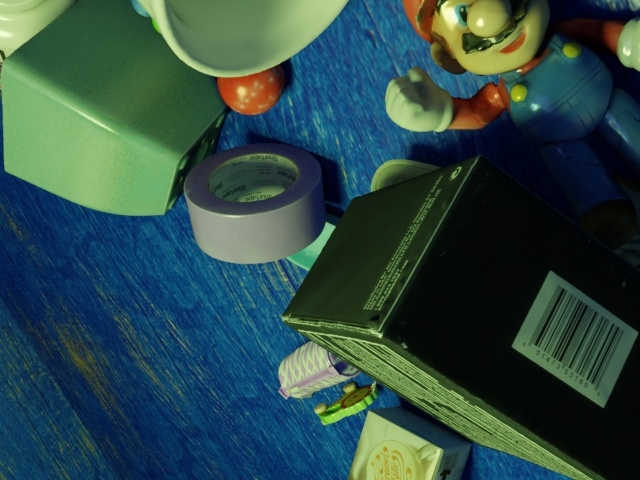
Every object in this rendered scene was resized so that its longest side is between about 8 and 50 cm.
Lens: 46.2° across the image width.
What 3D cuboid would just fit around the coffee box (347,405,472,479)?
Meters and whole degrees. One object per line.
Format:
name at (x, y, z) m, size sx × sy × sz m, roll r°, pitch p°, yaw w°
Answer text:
coffee box at (0.118, 0.401, 1.161) m, size 0.141 × 0.098 × 0.246 m, roll 22°, pitch 97°, yaw 38°

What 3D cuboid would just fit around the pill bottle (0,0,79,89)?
pill bottle at (-0.454, -0.346, 1.144) m, size 0.181 × 0.181 × 0.323 m, roll 54°, pitch 163°, yaw -2°

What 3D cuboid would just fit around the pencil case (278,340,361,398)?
pencil case at (-0.001, 0.209, 1.251) m, size 0.086 × 0.088 × 0.206 m, roll 50°, pitch 144°, yaw 1°

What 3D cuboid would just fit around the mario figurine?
mario figurine at (0.188, -0.139, 0.651) m, size 0.320 × 0.198 × 0.170 m, roll 48°, pitch 159°, yaw 1°

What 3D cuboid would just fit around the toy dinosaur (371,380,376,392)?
toy dinosaur at (0.105, 0.194, 1.176) m, size 0.082 × 0.047 × 0.090 m, roll 3°, pitch 89°, yaw 58°

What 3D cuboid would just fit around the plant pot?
plant pot at (-0.289, -0.182, 1.124) m, size 0.252 × 0.247 × 0.248 m, roll 32°, pitch 143°, yaw 1°

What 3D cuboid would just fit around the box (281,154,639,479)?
box at (0.156, 0.084, 0.741) m, size 0.296 × 0.182 × 0.294 m, roll 34°, pitch 166°, yaw -13°

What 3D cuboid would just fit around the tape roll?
tape roll at (-0.088, -0.055, 1.036) m, size 0.189 × 0.189 × 0.080 m, roll 25°, pitch 136°, yaw 34°

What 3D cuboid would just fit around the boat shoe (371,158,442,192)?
boat shoe at (0.175, -0.033, 0.871) m, size 0.233 × 0.084 × 0.079 m, roll 22°, pitch 173°, yaw 27°

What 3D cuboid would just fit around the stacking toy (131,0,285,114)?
stacking toy at (-0.167, -0.304, 0.976) m, size 0.330 × 0.141 × 0.141 m, roll 49°, pitch 145°, yaw -4°

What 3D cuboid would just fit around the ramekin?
ramekin at (-0.079, -0.314, 0.739) m, size 0.135 × 0.277 × 0.277 m, roll 45°, pitch 145°, yaw 24°

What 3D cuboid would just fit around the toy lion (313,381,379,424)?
toy lion at (0.047, 0.271, 1.243) m, size 0.034 × 0.100 × 0.096 m, roll 60°, pitch 164°, yaw -6°

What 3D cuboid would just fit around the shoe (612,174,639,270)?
shoe at (0.335, 0.030, 0.735) m, size 0.219 × 0.058 × 0.076 m, roll 51°, pitch 145°, yaw 2°

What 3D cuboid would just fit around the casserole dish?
casserole dish at (0.000, 0.000, 1.113) m, size 0.188 × 0.037 × 0.114 m, roll 24°, pitch 137°, yaw 34°
